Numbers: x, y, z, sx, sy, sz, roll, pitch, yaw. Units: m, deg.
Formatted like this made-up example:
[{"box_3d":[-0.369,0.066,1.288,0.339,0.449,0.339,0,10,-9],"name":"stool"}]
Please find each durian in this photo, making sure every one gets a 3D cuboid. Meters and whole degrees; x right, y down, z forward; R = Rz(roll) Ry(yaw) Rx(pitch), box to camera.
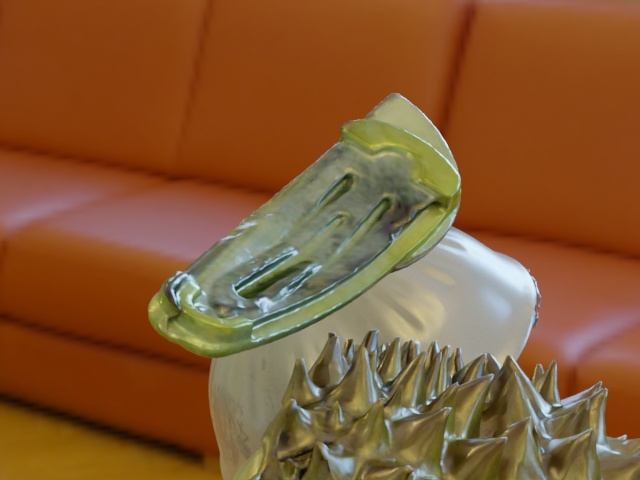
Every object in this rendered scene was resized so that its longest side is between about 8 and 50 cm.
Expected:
[{"box_3d":[0.037,0.122,0.724,0.172,0.166,0.306,26,33,-8],"name":"durian"}]

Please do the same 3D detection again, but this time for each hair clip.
[{"box_3d":[0.000,0.000,0.728,0.060,0.033,0.188,34,39,16],"name":"hair clip"}]

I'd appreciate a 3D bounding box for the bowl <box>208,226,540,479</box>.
[{"box_3d":[0.007,0.038,0.975,0.189,0.086,0.189,-28,25,14],"name":"bowl"}]
